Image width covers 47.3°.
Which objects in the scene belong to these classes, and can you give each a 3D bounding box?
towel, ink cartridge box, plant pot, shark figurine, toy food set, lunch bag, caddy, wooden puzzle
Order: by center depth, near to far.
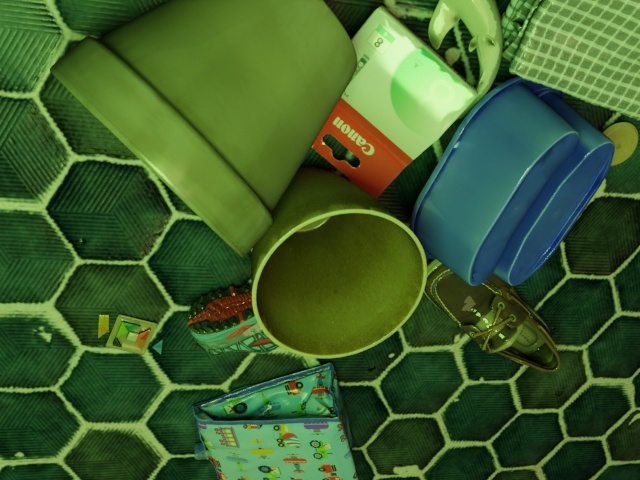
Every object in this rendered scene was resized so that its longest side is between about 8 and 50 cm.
[{"bbox_3d":[-0.116,-0.186,0.912,0.280,0.323,0.323,-46,123,-6],"label":"plant pot"},{"bbox_3d":[0.411,-0.301,0.999,0.283,0.121,0.235,14,139,-14],"label":"towel"},{"bbox_3d":[0.221,-0.300,1.033,0.166,0.116,0.278,-5,120,28],"label":"shark figurine"},{"bbox_3d":[0.080,-0.185,1.036,0.181,0.056,0.225,40,111,-4],"label":"ink cartridge box"},{"bbox_3d":[0.000,0.000,1.060,0.237,0.254,0.237,-7,122,-11],"label":"plant pot"},{"bbox_3d":[0.281,-0.089,1.132,0.241,0.179,0.341,4,123,-43],"label":"caddy"},{"bbox_3d":[-0.316,0.159,1.218,0.116,0.014,0.078,11,118,-22],"label":"wooden puzzle"},{"bbox_3d":[0.498,-0.162,1.235,0.083,0.020,0.082,-37,123,9],"label":"toy food set"},{"bbox_3d":[-0.092,0.376,1.359,0.293,0.138,0.221,-12,126,3],"label":"lunch bag"}]

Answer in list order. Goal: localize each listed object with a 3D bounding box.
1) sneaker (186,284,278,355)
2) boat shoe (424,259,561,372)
[{"bbox_3d":[-0.087,0.128,1.229,0.262,0.104,0.125,-9,140,-5],"label":"sneaker"},{"bbox_3d":[0.318,0.142,1.313,0.123,0.123,0.342,-44,122,13],"label":"boat shoe"}]
